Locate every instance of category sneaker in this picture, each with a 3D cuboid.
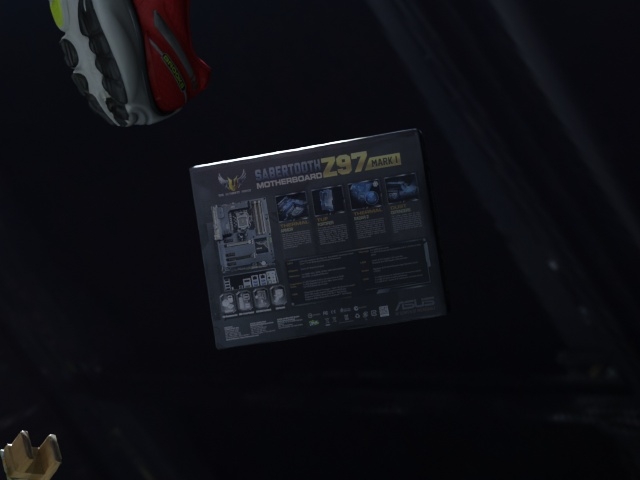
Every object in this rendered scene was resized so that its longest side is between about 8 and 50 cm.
[{"bbox_3d":[-0.153,-0.228,1.152,0.107,0.118,0.279,10,-63,51],"label":"sneaker"}]

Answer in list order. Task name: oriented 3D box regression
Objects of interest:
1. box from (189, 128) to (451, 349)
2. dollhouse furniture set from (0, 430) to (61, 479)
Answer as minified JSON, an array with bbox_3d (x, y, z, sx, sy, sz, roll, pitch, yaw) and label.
[{"bbox_3d":[0.000,0.000,1.483,0.059,0.232,0.183,11,70,-81],"label":"box"},{"bbox_3d":[-0.411,0.344,1.741,0.161,0.212,0.242,-51,-137,30],"label":"dollhouse furniture set"}]
